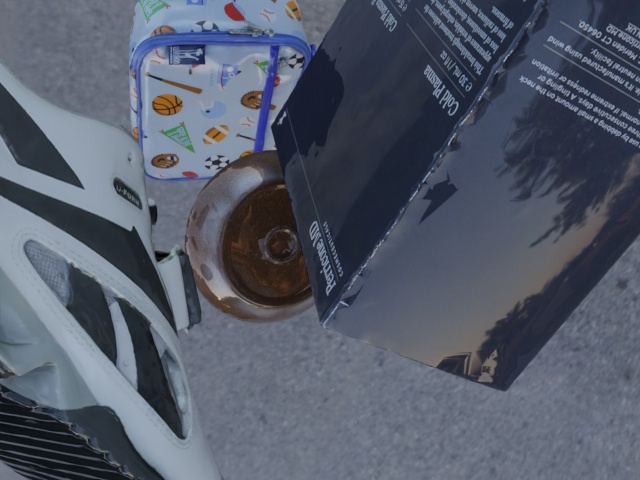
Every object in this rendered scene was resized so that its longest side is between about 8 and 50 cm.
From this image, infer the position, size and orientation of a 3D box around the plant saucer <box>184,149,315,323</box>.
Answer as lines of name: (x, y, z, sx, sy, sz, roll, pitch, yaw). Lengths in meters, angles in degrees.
plant saucer: (-0.048, 0.001, 0.899, 0.036, 0.199, 0.198, -150, 60, -63)

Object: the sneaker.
sneaker: (-0.107, 0.024, 0.378, 0.123, 0.146, 0.330, 2, 136, 31)

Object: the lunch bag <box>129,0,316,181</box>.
lunch bag: (-0.133, -0.201, 1.105, 0.303, 0.243, 0.114, 110, 155, -56)

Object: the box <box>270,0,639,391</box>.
box: (0.123, -0.116, 0.686, 0.179, 0.343, 0.312, 23, 116, -23)
